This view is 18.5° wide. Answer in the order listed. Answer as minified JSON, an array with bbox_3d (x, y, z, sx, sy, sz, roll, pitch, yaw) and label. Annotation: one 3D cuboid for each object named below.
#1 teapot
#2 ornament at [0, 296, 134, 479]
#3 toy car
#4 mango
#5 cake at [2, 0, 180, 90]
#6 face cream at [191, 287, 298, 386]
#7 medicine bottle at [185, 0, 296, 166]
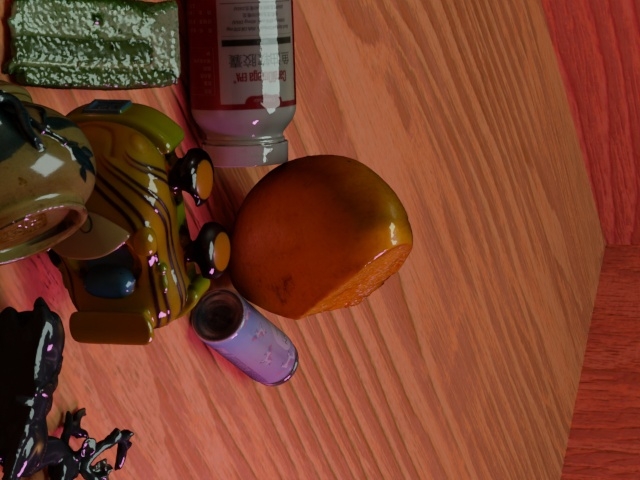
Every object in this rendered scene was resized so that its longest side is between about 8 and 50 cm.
[{"bbox_3d":[-0.306,-0.076,1.832,0.269,0.173,0.182,101,-36,-73],"label":"teapot"},{"bbox_3d":[-0.267,0.172,2.028,0.236,0.080,0.202,29,67,-64],"label":"ornament"},{"bbox_3d":[-0.211,-0.011,1.988,0.142,0.200,0.248,-53,136,-55],"label":"toy car"},{"bbox_3d":[0.000,0.000,2.403,0.199,0.350,0.201,41,69,-11],"label":"mango"},{"bbox_3d":[-0.235,-0.209,2.061,0.235,0.099,0.100,-7,96,-68],"label":"cake"},{"bbox_3d":[-0.088,0.130,2.492,0.229,0.075,0.075,46,49,-62],"label":"face cream"},{"bbox_3d":[-0.095,-0.218,2.374,0.131,0.131,0.250,-21,110,-67],"label":"medicine bottle"}]
